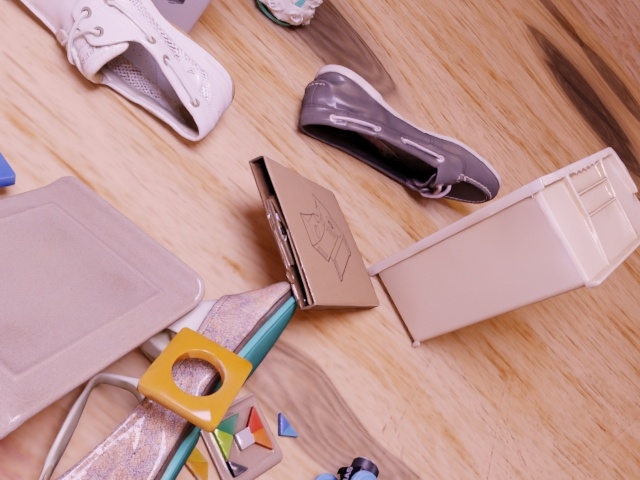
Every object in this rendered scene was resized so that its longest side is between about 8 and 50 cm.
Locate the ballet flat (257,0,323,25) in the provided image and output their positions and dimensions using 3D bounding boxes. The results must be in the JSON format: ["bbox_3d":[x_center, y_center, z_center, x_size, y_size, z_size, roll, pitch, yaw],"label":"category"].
[{"bbox_3d":[-0.057,-0.523,0.852,0.147,0.147,0.408,1,65,-39],"label":"ballet flat"}]

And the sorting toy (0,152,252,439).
[{"bbox_3d":[-0.215,0.040,0.411,0.348,0.047,0.196,36,37,13],"label":"sorting toy"}]

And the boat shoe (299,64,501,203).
[{"bbox_3d":[0.115,-0.122,0.791,0.335,0.112,0.095,29,68,-17],"label":"boat shoe"}]

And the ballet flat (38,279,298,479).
[{"bbox_3d":[-0.127,0.122,0.451,0.106,0.107,0.316,31,45,6],"label":"ballet flat"}]

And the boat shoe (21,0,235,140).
[{"bbox_3d":[-0.217,-0.208,0.563,0.277,0.098,0.096,34,48,-21],"label":"boat shoe"}]

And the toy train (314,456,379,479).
[{"bbox_3d":[0.025,0.294,0.491,0.105,0.080,0.184,48,45,-15],"label":"toy train"}]

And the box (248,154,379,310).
[{"bbox_3d":[0.000,0.000,0.612,0.201,0.021,0.164,15,52,-65],"label":"box"}]

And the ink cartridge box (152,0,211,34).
[{"bbox_3d":[-0.161,-0.384,0.589,0.114,0.273,0.197,0,66,-43],"label":"ink cartridge box"}]

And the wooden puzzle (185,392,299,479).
[{"bbox_3d":[-0.074,0.190,0.511,0.116,0.014,0.078,-27,84,-45],"label":"wooden puzzle"}]

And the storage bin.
[{"bbox_3d":[0.251,0.008,0.707,0.260,0.262,0.123,-21,81,-44],"label":"storage bin"}]
